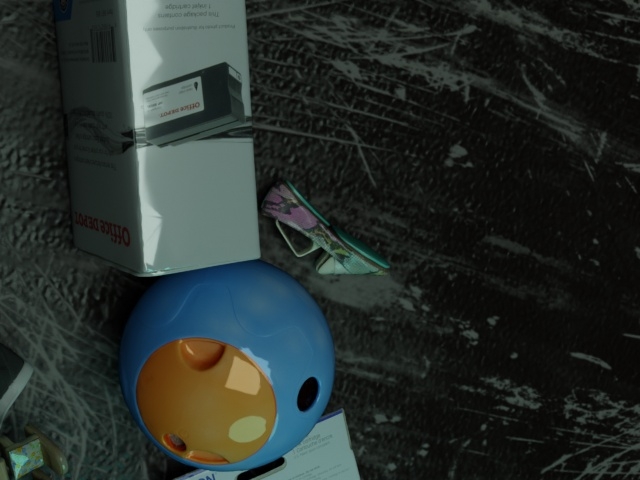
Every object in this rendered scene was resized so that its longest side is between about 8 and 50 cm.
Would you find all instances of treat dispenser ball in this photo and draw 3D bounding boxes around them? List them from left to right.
[{"bbox_3d":[-0.124,0.163,1.677,0.288,0.288,0.288,-4,98,-27],"label":"treat dispenser ball"}]

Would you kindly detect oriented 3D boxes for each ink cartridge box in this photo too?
[{"bbox_3d":[-0.214,-0.172,1.591,0.166,0.285,0.394,-7,100,-27],"label":"ink cartridge box"},{"bbox_3d":[-0.071,0.435,1.866,0.304,0.072,0.307,-20,103,-23],"label":"ink cartridge box"}]

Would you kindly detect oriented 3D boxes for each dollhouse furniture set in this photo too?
[{"bbox_3d":[-0.402,0.398,1.591,0.212,0.161,0.242,-25,125,-34],"label":"dollhouse furniture set"}]

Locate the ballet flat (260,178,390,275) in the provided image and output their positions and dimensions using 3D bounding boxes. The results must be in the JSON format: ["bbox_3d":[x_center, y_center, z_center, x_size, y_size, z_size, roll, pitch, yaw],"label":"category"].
[{"bbox_3d":[0.000,0.000,1.850,0.221,0.077,0.079,38,97,-21],"label":"ballet flat"}]

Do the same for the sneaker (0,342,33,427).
[{"bbox_3d":[-0.463,0.195,1.542,0.147,0.295,0.104,43,111,-14],"label":"sneaker"}]
